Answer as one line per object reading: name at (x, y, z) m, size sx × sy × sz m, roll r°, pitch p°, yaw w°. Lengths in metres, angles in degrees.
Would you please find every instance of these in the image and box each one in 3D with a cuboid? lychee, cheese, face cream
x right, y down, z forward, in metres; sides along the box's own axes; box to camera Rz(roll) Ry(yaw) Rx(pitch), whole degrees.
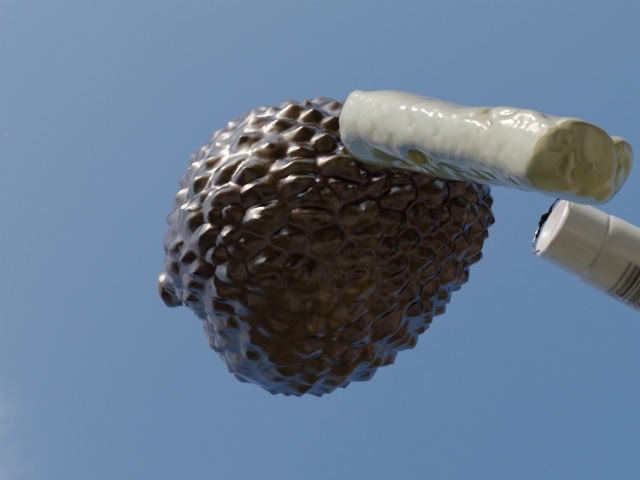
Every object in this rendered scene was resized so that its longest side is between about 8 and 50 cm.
lychee at (0.000, 0.000, 1.187) m, size 0.271 × 0.236 × 0.236 m, roll -25°, pitch -81°, yaw 11°
cheese at (0.081, -0.051, 0.805) m, size 0.065 × 0.194 × 0.043 m, roll 11°, pitch -89°, yaw -33°
face cream at (0.290, 0.039, 1.249) m, size 0.244 × 0.058 × 0.092 m, roll 27°, pitch -52°, yaw -5°
